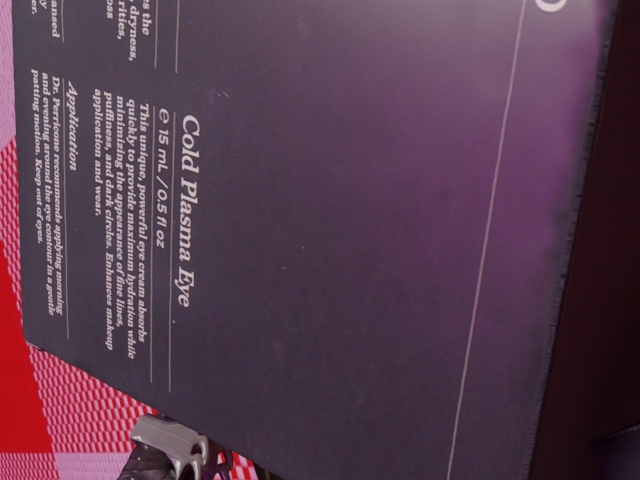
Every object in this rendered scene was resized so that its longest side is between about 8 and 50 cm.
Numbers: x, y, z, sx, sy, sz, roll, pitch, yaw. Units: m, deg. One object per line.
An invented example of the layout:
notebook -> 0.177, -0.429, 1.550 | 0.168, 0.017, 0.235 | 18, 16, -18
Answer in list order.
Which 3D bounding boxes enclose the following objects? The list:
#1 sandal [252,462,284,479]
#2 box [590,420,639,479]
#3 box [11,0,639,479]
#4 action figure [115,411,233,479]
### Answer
sandal -> -0.008, 0.228, 0.867 | 0.090, 0.060, 0.219 | -2, 112, 63
box -> 0.220, 0.124, 0.387 | 0.093, 0.156, 0.158 | -42, 66, 53
box -> 0.017, -0.073, 0.464 | 0.312, 0.179, 0.343 | 21, 116, 34
action figure -> -0.106, 0.098, 0.890 | 0.185, 0.099, 0.285 | 90, -173, -72
